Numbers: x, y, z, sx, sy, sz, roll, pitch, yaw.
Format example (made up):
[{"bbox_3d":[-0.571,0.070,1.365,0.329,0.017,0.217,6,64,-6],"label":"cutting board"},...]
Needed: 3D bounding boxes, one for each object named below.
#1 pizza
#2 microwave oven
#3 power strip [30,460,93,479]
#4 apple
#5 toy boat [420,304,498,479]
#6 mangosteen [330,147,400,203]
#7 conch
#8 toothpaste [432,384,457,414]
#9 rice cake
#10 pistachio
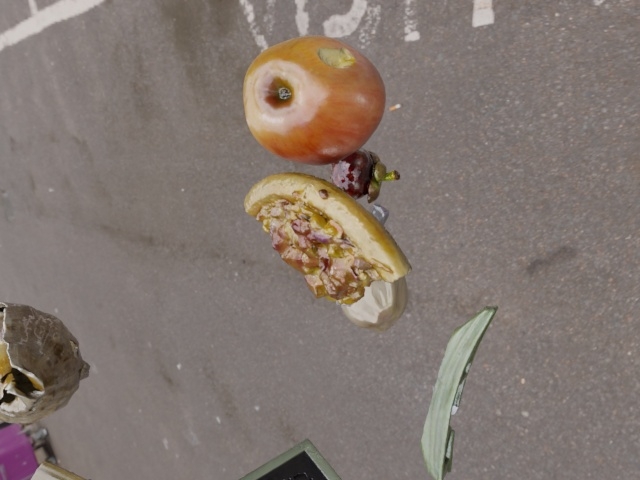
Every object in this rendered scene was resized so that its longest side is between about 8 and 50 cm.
[{"bbox_3d":[0.000,0.000,0.994,0.409,0.114,0.278,34,146,35],"label":"pizza"},{"bbox_3d":[-0.131,0.688,1.255,0.218,0.355,0.286,39,136,39],"label":"microwave oven"},{"bbox_3d":[-0.257,0.325,0.636,0.305,0.044,0.064,0,139,35],"label":"power strip"},{"bbox_3d":[-0.013,-0.257,0.980,0.242,0.241,0.242,5,99,36],"label":"apple"},{"bbox_3d":[0.213,0.235,0.835,0.055,0.093,0.293,17,99,24],"label":"toy boat"},{"bbox_3d":[0.115,-0.178,1.450,0.146,0.181,0.156,-179,95,-75],"label":"mangosteen"},{"bbox_3d":[-0.572,0.233,1.044,0.324,0.186,0.263,-9,102,43],"label":"conch"},{"bbox_3d":[0.304,0.402,1.313,0.194,0.043,0.067,73,-179,-80],"label":"toothpaste"},{"bbox_3d":[0.101,0.034,1.287,0.055,0.049,0.270,18,79,24],"label":"rice cake"},{"bbox_3d":[0.138,0.103,1.524,0.226,0.207,0.332,142,115,-67],"label":"pistachio"}]
